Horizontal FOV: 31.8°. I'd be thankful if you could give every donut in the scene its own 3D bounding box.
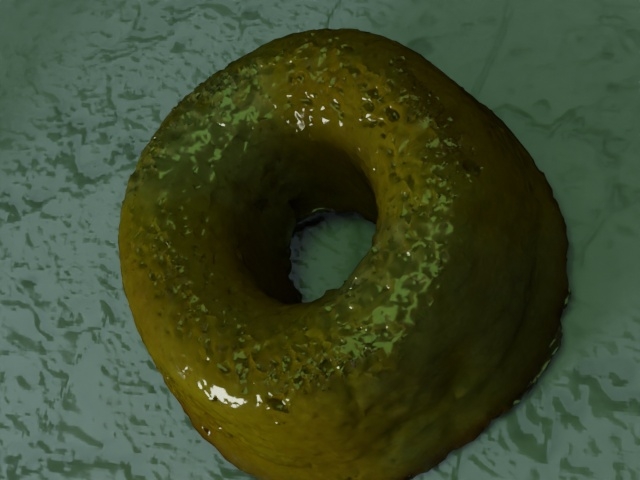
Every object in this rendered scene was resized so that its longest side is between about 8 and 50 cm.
[{"bbox_3d":[-0.002,-0.002,0.650,0.278,0.108,0.277,-11,61,21],"label":"donut"}]
